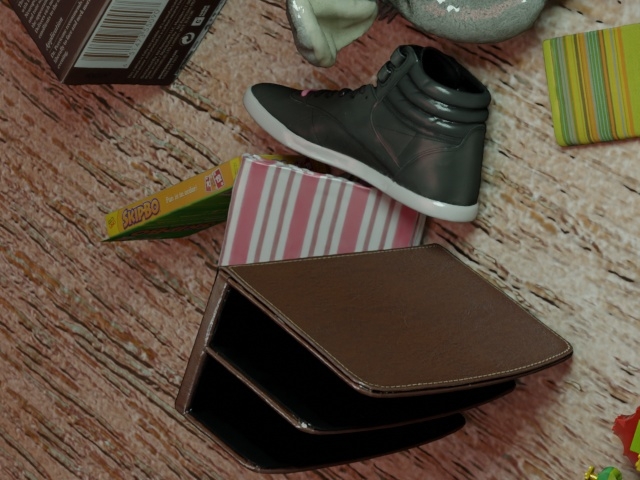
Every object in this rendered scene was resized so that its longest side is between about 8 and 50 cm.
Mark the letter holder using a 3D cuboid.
[{"bbox_3d":[0.060,0.127,1.513,0.214,0.301,0.152,36,117,35],"label":"letter holder"}]

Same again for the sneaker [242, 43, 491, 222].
[{"bbox_3d":[0.053,-0.140,1.640,0.295,0.104,0.147,28,111,33],"label":"sneaker"}]

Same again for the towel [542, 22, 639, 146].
[{"bbox_3d":[0.302,-0.144,1.454,0.237,0.021,0.102,-5,96,43],"label":"towel"}]

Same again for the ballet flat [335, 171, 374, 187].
[{"bbox_3d":[-0.022,-0.014,1.733,0.221,0.079,0.077,-25,74,42],"label":"ballet flat"}]

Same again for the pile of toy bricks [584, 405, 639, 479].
[{"bbox_3d":[0.257,0.249,1.452,0.105,0.118,0.212,20,108,21],"label":"pile of toy bricks"}]

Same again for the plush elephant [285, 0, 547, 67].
[{"bbox_3d":[0.070,-0.294,1.497,0.330,0.255,0.272,-30,73,41],"label":"plush elephant"}]

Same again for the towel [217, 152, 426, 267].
[{"bbox_3d":[0.000,0.000,1.671,0.197,0.029,0.144,14,108,0],"label":"towel"}]

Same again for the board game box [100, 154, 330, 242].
[{"bbox_3d":[-0.122,-0.043,1.796,0.259,0.124,0.039,-23,76,42],"label":"board game box"}]

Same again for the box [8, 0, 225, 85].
[{"bbox_3d":[-0.238,-0.302,1.855,0.203,0.167,0.168,56,128,25],"label":"box"}]
